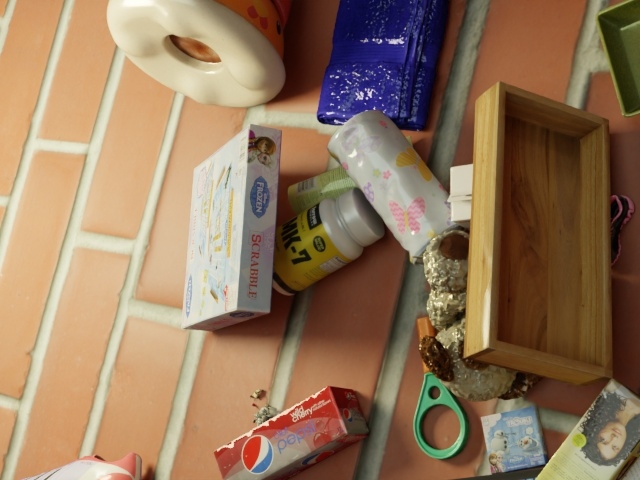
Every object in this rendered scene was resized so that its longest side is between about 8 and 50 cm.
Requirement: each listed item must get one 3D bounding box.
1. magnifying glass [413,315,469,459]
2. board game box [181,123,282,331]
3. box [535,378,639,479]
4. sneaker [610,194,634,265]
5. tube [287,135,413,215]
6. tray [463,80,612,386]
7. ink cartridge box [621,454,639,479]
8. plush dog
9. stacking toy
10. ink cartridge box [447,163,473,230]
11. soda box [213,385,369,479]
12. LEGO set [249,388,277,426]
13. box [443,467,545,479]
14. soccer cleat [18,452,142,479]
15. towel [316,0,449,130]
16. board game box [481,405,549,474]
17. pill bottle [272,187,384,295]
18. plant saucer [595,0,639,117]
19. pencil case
[{"bbox_3d":[0.186,0.238,1.642,0.092,0.026,0.231,-17,69,28],"label":"magnifying glass"},{"bbox_3d":[-0.163,-0.011,1.806,0.318,0.066,0.319,158,118,-64],"label":"board game box"},{"bbox_3d":[0.373,0.310,1.399,0.087,0.058,0.232,37,97,32],"label":"box"},{"bbox_3d":[0.434,-0.016,1.529,0.047,0.057,0.119,16,88,31],"label":"sneaker"},{"bbox_3d":[0.060,-0.104,1.794,0.240,0.062,0.070,-19,112,20],"label":"tube"},{"bbox_3d":[0.319,-0.011,1.470,0.076,0.202,0.411,141,140,-58],"label":"tray"},{"bbox_3d":[0.449,0.313,1.430,0.198,0.067,0.115,-30,63,21],"label":"ink cartridge box"},{"bbox_3d":[0.236,0.133,1.544,0.210,0.262,0.225,-33,46,59],"label":"plush dog"},{"bbox_3d":[-0.164,-0.528,1.929,0.350,0.350,0.480,7,67,34],"label":"stacking toy"},{"bbox_3d":[0.268,-0.066,1.594,0.092,0.143,0.090,-8,74,31],"label":"ink cartridge box"},{"bbox_3d":[-0.051,0.347,1.730,0.263,0.083,0.092,-32,64,21],"label":"soda box"},{"bbox_3d":[-0.109,0.307,1.812,0.054,0.023,0.083,-49,58,13],"label":"LEGO set"},{"bbox_3d":[0.233,0.480,1.518,0.307,0.076,0.242,-14,70,28],"label":"box"},{"bbox_3d":[-0.475,0.474,1.969,0.318,0.108,0.116,-8,53,33],"label":"soccer cleat"},{"bbox_3d":[0.109,-0.352,1.809,0.227,0.076,0.308,7,82,33],"label":"towel"},{"bbox_3d":[0.298,0.308,1.555,0.090,0.020,0.090,-19,67,28],"label":"board game box"},{"bbox_3d":[0.000,0.000,1.764,0.208,0.119,0.119,-31,63,22],"label":"pill bottle"},{"bbox_3d":[0.535,-0.296,1.542,0.188,0.045,0.188,-20,68,27],"label":"plant saucer"},{"bbox_3d":[0.125,-0.089,1.681,0.273,0.113,0.124,53,126,18],"label":"pencil case"}]
